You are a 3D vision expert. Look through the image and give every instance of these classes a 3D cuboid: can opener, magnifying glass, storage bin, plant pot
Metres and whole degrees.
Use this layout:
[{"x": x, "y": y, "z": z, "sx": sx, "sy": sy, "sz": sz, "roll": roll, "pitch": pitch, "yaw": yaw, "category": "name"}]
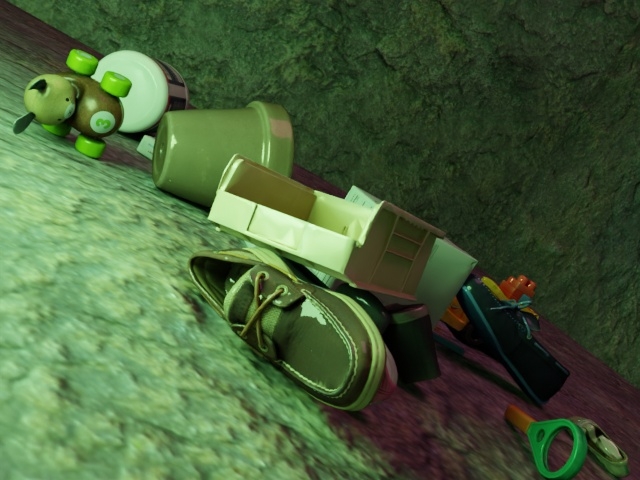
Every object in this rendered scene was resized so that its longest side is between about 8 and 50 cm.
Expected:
[{"x": 0.011, "y": 0.081, "z": 1.073, "sx": 0.076, "sy": 0.095, "sz": 0.283, "roll": 22, "pitch": 13, "yaw": -47, "category": "can opener"}, {"x": 0.353, "y": 0.312, "z": 1.045, "sx": 0.026, "sy": 0.092, "sz": 0.231, "roll": 27, "pitch": 0, "yaw": -10, "category": "magnifying glass"}, {"x": 0.010, "y": -0.018, "z": 0.992, "sx": 0.262, "sy": 0.123, "sz": 0.260, "roll": 21, "pitch": 1, "yaw": 31, "category": "storage bin"}, {"x": -0.207, "y": -0.165, "z": 1.301, "sx": 0.229, "sy": 0.262, "sz": 0.263, "roll": 7, "pitch": 20, "yaw": -25, "category": "plant pot"}]

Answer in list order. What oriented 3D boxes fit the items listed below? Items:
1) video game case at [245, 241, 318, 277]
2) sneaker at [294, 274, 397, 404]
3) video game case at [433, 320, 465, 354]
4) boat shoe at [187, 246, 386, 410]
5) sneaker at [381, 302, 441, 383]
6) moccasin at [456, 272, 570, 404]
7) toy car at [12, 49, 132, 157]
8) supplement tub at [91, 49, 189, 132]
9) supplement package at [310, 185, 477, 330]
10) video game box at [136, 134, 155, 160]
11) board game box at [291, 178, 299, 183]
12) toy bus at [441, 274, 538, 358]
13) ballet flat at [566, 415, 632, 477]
[{"x": -0.080, "y": 0.032, "z": 1.271, "sx": 0.143, "sy": 0.019, "sz": 0.157, "roll": 27, "pitch": 11, "yaw": -27, "category": "video game case"}, {"x": 0.025, "y": 0.124, "z": 0.870, "sx": 0.111, "sy": 0.103, "sz": 0.252, "roll": 20, "pitch": 15, "yaw": -44, "category": "sneaker"}, {"x": 0.256, "y": 0.198, "z": 1.495, "sx": 0.119, "sy": 0.015, "sz": 0.166, "roll": 30, "pitch": 9, "yaw": -12, "category": "video game case"}, {"x": -0.061, "y": 0.088, "z": 0.773, "sx": 0.123, "sy": 0.123, "sz": 0.342, "roll": 15, "pitch": 14, "yaw": -37, "category": "boat shoe"}, {"x": 0.118, "y": 0.169, "z": 1.070, "sx": 0.083, "sy": 0.118, "sz": 0.222, "roll": -15, "pitch": -1, "yaw": -16, "category": "sneaker"}, {"x": 0.408, "y": 0.191, "z": 1.393, "sx": 0.342, "sy": 0.117, "sz": 0.138, "roll": 52, "pitch": -1, "yaw": -20, "category": "moccasin"}, {"x": -0.442, "y": -0.232, "z": 1.119, "sx": 0.149, "sy": 0.155, "sz": 0.188, "roll": 33, "pitch": 19, "yaw": 6, "category": "toy car"}, {"x": -0.444, "y": -0.366, "z": 1.638, "sx": 0.191, "sy": 0.191, "sz": 0.272, "roll": 31, "pitch": 9, "yaw": -2, "category": "supplement tub"}, {"x": 0.140, "y": 0.048, "z": 1.320, "sx": 0.262, "sy": 0.204, "sz": 0.145, "roll": 26, "pitch": 10, "yaw": -28, "category": "supplement package"}, {"x": -0.306, "y": -0.175, "z": 1.544, "sx": 0.187, "sy": 0.048, "sz": 0.205, "roll": 35, "pitch": 10, "yaw": 8, "category": "video game box"}, {"x": -0.170, "y": -0.214, "z": 2.174, "sx": 0.317, "sy": 0.046, "sz": 0.213, "roll": 32, "pitch": 10, "yaw": -1, "category": "board game box"}, {"x": 0.432, "y": 0.166, "z": 1.632, "sx": 0.220, "sy": 0.211, "sz": 0.149, "roll": 26, "pitch": 12, "yaw": -23, "category": "toy bus"}, {"x": 0.541, "y": 0.386, "z": 1.271, "sx": 0.168, "sy": 0.057, "sz": 0.052, "roll": 47, "pitch": -18, "yaw": 57, "category": "ballet flat"}]
